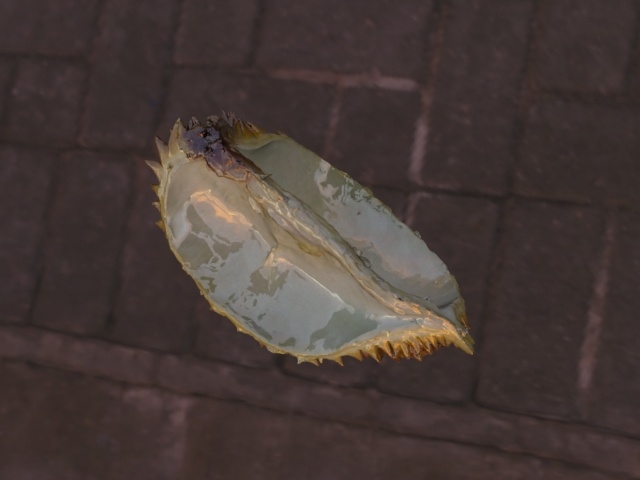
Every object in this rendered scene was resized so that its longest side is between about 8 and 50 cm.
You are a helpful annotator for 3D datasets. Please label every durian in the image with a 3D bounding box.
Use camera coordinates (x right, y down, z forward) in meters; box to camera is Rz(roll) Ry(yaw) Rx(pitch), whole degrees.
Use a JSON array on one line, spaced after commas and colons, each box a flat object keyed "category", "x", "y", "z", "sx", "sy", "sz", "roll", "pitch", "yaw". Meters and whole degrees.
[{"category": "durian", "x": 0.000, "y": 0.000, "z": 1.045, "sx": 0.144, "sy": 0.139, "sz": 0.252, "roll": -39, "pitch": 81, "yaw": -21}]
